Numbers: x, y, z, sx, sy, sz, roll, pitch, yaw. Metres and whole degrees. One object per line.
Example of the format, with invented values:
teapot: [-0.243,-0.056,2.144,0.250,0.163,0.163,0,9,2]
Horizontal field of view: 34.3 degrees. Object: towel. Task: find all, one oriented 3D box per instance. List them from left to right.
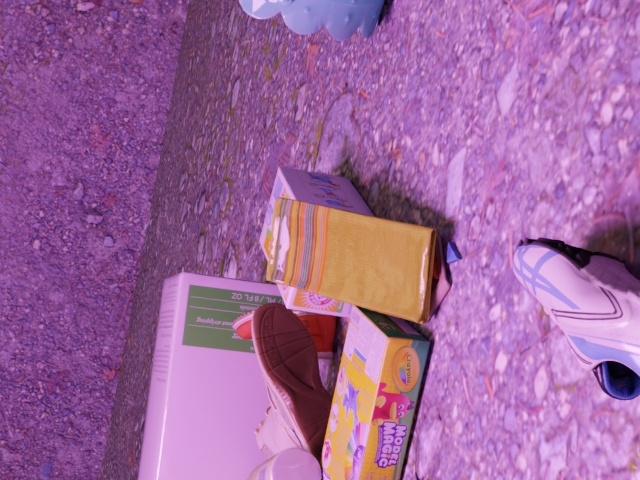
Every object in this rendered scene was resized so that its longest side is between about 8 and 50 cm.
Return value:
towel: [0.026,0.018,1.122,0.237,0.021,0.102,13,104,45]

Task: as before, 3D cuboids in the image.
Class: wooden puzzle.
wooden puzzle: [0.111,0.039,1.078,0.078,0.014,0.116,-101,27,-47]

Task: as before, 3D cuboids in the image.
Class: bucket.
bucket: [-0.020,-0.397,1.312,0.281,0.281,0.183,-107,33,-54]

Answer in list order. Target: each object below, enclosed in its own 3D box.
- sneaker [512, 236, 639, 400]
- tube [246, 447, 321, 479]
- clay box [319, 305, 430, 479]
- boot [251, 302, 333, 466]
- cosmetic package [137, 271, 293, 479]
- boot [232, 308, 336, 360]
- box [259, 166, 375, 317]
sneaker: [0.190,0.053,0.705,0.237,0.085,0.086,-137,62,-71]
tube: [-0.063,0.300,1.266,0.062,0.070,0.240,69,154,13]
clay box: [0.053,0.193,1.121,0.127,0.053,0.222,-138,57,-70]
boot: [-0.046,0.199,1.319,0.213,0.077,0.165,64,154,17]
cosmetic package: [-0.143,0.241,1.481,0.155,0.197,0.365,160,116,-70]
boot: [-0.049,0.128,1.370,0.158,0.059,0.084,-9,81,32]
box: [0.000,0.000,1.298,0.203,0.103,0.114,-119,41,-63]
